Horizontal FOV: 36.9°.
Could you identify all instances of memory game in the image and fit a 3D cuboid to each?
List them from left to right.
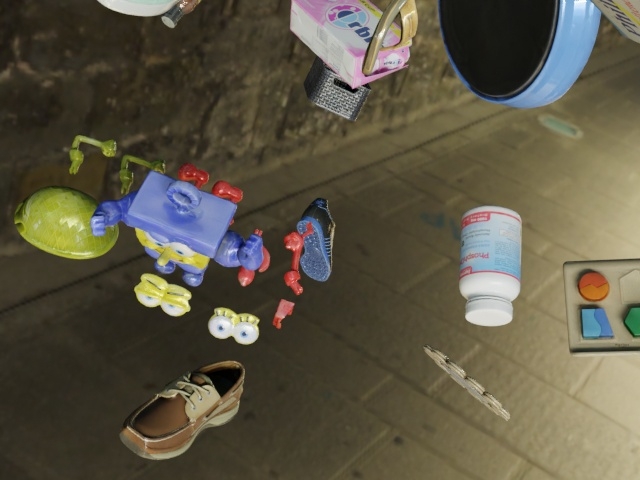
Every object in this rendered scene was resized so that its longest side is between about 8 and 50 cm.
[{"bbox_3d":[0.241,0.233,1.582,0.186,0.012,0.186,41,-5,4],"label":"memory game"}]

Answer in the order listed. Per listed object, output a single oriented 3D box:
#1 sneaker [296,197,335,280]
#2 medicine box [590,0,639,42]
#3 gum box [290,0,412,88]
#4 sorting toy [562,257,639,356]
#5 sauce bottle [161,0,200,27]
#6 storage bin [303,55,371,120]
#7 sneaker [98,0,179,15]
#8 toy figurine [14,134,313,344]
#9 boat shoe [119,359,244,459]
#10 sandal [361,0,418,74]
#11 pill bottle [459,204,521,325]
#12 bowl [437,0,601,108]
[{"bbox_3d":[0.000,0.000,2.234,0.081,0.232,0.090,20,56,18],"label":"sneaker"},{"bbox_3d":[0.311,-0.330,0.768,0.263,0.289,0.149,27,6,-41],"label":"medicine box"},{"bbox_3d":[0.048,-0.325,1.513,0.107,0.062,0.188,-25,55,-25],"label":"gum box"},{"bbox_3d":[0.675,0.134,2.022,0.307,0.041,0.229,-3,62,11],"label":"sorting toy"},{"bbox_3d":[-0.216,-0.405,1.579,0.042,0.042,0.128,29,68,15],"label":"sauce bottle"},{"bbox_3d":[0.036,-0.354,2.210,0.122,0.084,0.180,23,20,-14],"label":"storage bin"},{"bbox_3d":[-0.193,-0.395,1.276,0.094,0.151,0.256,41,46,18],"label":"sneaker"},{"bbox_3d":[-0.175,-0.044,1.114,0.363,0.217,0.191,24,67,1],"label":"toy figurine"},{"bbox_3d":[-0.249,0.298,1.792,0.123,0.119,0.324,32,22,16],"label":"boat shoe"},{"bbox_3d":[0.106,-0.281,1.189,0.049,0.180,0.072,31,7,-3],"label":"sandal"},{"bbox_3d":[0.244,0.037,1.379,0.087,0.087,0.160,13,65,-14],"label":"pill bottle"},{"bbox_3d":[0.333,-0.426,1.687,0.077,0.391,0.391,-10,38,-24],"label":"bowl"}]
